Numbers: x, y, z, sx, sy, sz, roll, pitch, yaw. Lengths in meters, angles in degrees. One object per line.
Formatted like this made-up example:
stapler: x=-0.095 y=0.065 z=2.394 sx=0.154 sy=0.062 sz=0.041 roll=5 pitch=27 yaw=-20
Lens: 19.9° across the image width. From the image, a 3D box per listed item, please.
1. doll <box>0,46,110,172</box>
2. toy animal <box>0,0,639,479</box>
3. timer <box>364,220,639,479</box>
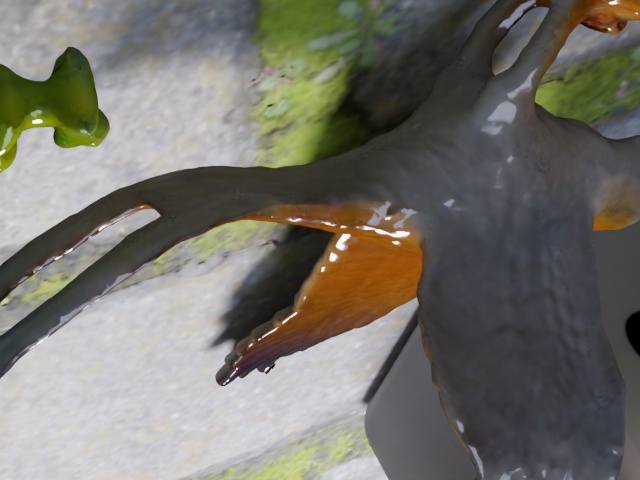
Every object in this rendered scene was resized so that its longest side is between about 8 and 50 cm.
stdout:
doll: x=-0.267 y=0.021 z=0.609 sx=0.341 sy=0.099 sz=0.346 roll=-40 pitch=150 yaw=17
toy animal: x=0.015 y=-0.018 z=0.798 sx=0.284 sy=0.225 sz=0.302 roll=28 pitch=102 yaw=-42
timer: x=0.170 y=0.108 z=1.024 sx=0.195 sy=0.192 sz=0.194 roll=-10 pitch=146 yaw=-31
